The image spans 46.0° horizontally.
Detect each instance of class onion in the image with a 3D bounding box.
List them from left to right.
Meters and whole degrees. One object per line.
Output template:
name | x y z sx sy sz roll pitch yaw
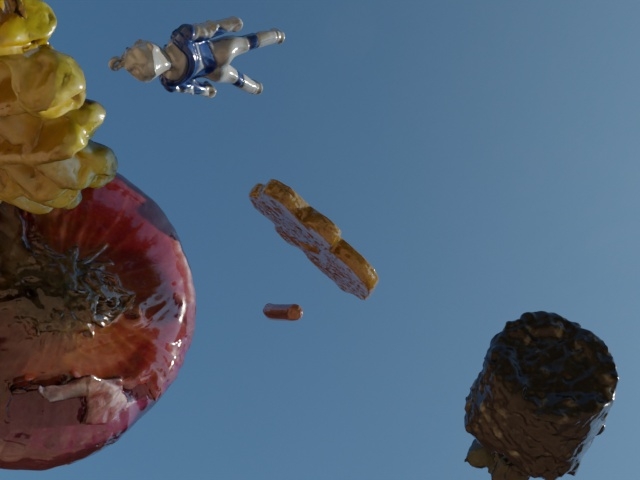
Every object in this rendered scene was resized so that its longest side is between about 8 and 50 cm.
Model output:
onion | -0.322 0.078 0.856 0.347 0.348 0.285 53 -30 -8

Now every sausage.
sausage | -0.075 0.140 1.480 0.030 0.035 0.147 58 -24 -11

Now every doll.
doll | -0.146 -0.217 0.887 0.057 0.227 0.114 51 -51 22

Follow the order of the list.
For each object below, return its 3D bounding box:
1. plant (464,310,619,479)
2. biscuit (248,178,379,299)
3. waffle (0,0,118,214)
plant | 0.356 0.286 1.250 0.213 0.215 0.312 25 -42 27
biscuit | 0.000 0.000 1.017 0.225 0.036 0.166 43 -17 -14
waffle | -0.283 -0.125 0.521 0.329 0.062 0.329 20 -33 14
